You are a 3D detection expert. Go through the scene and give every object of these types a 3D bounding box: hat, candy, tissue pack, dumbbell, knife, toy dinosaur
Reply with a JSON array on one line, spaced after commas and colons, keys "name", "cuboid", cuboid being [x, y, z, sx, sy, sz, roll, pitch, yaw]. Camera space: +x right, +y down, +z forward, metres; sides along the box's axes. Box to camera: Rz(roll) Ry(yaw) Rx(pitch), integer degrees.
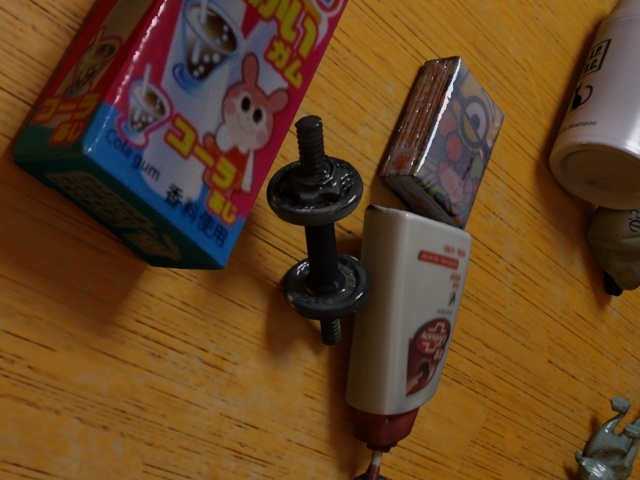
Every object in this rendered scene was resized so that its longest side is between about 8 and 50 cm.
[{"name": "hat", "cuboid": [0.405, -0.013, 1.313, 0.081, 0.166, 0.122, 0, 68, -26]}, {"name": "candy", "cuboid": [-0.089, -0.145, 0.796, 0.157, 0.100, 0.305, 43, 61, -39]}, {"name": "tissue pack", "cuboid": [0.128, -0.099, 1.063, 0.108, 0.060, 0.148, 41, 62, -39]}, {"name": "dumbbell", "cuboid": [0.000, 0.000, 0.890, 0.081, 0.082, 0.254, -46, 145, -36]}, {"name": "knife", "cuboid": [0.402, 0.015, 1.401, 0.031, 0.018, 0.121, 10, 84, -40]}, {"name": "toy dinosaur", "cuboid": [0.407, 0.250, 1.367, 0.383, 0.076, 0.129, -37, 151, -33]}]

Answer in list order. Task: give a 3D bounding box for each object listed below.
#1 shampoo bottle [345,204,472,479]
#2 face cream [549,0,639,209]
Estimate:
[{"name": "shampoo bottle", "cuboid": [0.072, 0.115, 1.001, 0.153, 0.071, 0.284, 11, 89, -57]}, {"name": "face cream", "cuboid": [0.412, -0.229, 1.308, 0.145, 0.145, 0.369, 45, 59, -39]}]
